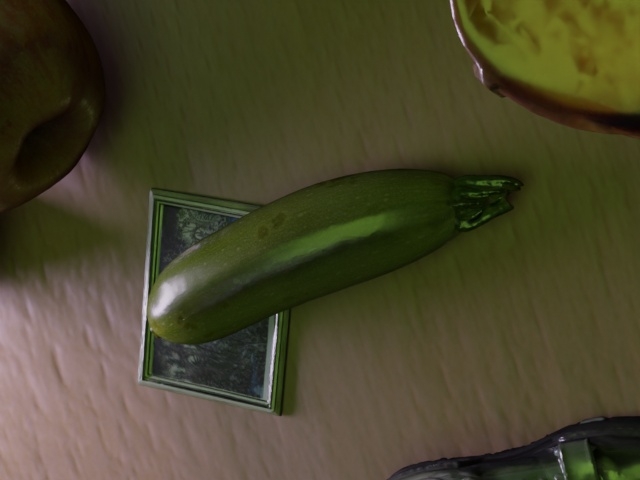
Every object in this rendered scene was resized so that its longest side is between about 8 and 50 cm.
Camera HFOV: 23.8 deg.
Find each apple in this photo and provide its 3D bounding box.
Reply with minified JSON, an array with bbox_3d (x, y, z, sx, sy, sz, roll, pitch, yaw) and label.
[{"bbox_3d":[-0.284,-0.130,1.251,0.188,0.211,0.211,36,112,14],"label":"apple"}]

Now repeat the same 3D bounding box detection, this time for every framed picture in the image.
[{"bbox_3d":[-0.092,0.053,1.317,0.142,0.011,0.183,10,105,19],"label":"framed picture"}]

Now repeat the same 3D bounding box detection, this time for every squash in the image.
[{"bbox_3d":[0.000,0.000,1.224,0.341,0.094,0.094,-22,92,20],"label":"squash"}]

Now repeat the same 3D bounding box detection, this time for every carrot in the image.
[{"bbox_3d":[0.219,-0.168,0.962,0.224,0.341,0.224,4,102,21],"label":"carrot"}]

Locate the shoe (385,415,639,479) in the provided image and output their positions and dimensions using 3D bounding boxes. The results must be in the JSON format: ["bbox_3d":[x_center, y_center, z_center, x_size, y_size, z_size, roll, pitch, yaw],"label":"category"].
[{"bbox_3d":[0.157,0.217,1.176,0.293,0.149,0.109,-14,94,25],"label":"shoe"}]
